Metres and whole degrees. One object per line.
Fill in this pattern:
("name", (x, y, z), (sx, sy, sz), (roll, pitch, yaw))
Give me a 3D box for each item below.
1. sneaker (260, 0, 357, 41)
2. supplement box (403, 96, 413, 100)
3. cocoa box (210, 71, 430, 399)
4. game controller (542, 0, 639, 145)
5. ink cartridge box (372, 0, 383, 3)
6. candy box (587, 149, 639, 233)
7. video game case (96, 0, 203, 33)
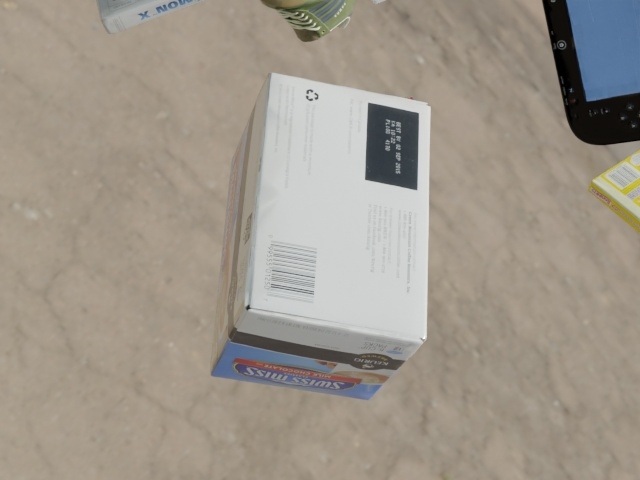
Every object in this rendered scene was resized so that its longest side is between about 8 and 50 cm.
("sneaker", (-0.011, -0.261, 1.424), (0.064, 0.086, 0.192), (25, 29, 22))
("supplement box", (0.101, -0.189, 1.917), (0.055, 0.083, 0.043), (-20, 99, -31))
("cocoa box", (0.000, 0.000, 1.645), (0.232, 0.228, 0.347), (11, 61, -13))
("game controller", (0.401, -0.285, 1.743), (0.067, 0.167, 0.319), (-68, 145, -64))
("ink cartridge box", (0.188, -0.638, 2.789), (0.181, 0.225, 0.056), (60, 16, -44))
("candy box", (0.495, -0.092, 1.844), (0.206, 0.027, 0.105), (-30, 61, -29))
("video game case", (-0.183, -0.451, 1.737), (0.036, 0.300, 0.329), (68, 3, -55))
